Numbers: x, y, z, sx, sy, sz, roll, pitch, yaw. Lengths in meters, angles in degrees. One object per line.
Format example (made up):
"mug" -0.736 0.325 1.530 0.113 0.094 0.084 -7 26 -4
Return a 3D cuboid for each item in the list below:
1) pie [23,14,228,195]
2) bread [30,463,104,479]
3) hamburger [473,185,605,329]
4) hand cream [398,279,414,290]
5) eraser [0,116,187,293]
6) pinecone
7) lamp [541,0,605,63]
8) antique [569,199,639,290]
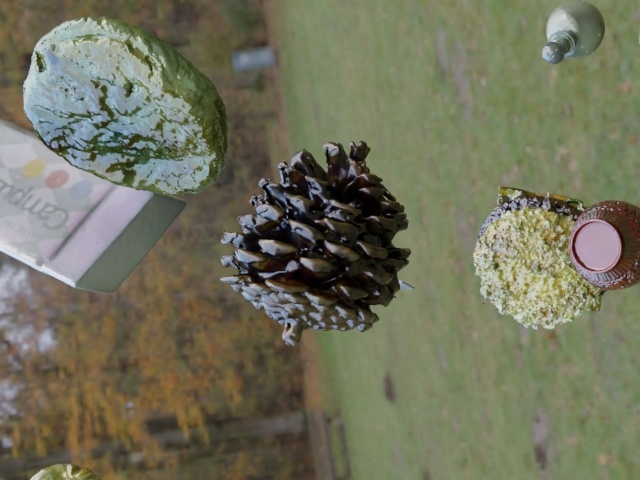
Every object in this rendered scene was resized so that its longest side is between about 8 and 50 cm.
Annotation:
"pie" -0.235 -0.154 1.516 0.277 0.277 0.078 86 -161 -55
"bread" -0.341 0.450 1.798 0.130 0.152 0.268 -29 -79 -59
"hamburger" 0.362 0.030 1.998 0.139 0.243 0.262 -53 -29 -52
"hand cream" 0.025 0.071 1.792 0.052 0.216 0.038 -44 -52 -62
"eraser" -0.403 -0.065 1.728 0.213 0.397 0.082 -53 -32 -24
"pinecone" 0.007 0.009 1.587 0.243 0.257 0.243 42 165 14
"lamp" 0.379 -0.311 1.910 0.163 0.091 0.091 -42 -48 -50
"antique" 0.320 0.005 1.357 0.104 0.104 0.104 171 90 -87
